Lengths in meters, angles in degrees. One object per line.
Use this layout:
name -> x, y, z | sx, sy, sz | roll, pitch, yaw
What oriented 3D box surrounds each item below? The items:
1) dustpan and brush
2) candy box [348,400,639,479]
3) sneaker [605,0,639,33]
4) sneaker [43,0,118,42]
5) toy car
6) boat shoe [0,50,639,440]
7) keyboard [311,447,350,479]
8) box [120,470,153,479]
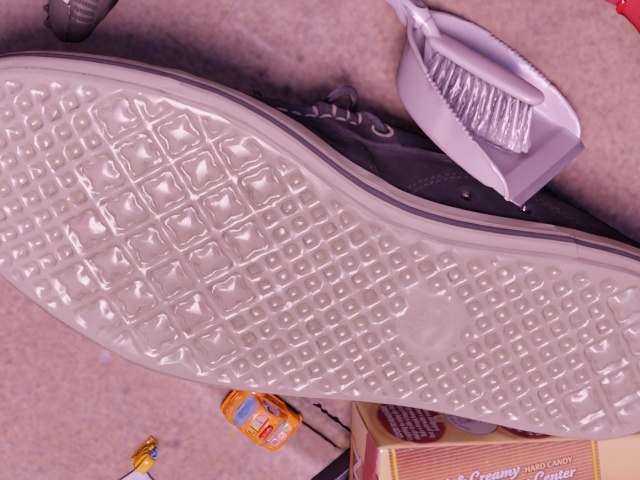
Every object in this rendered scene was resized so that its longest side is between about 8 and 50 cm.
dustpan and brush -> 0.079, -0.123, 0.888 | 0.211, 0.147, 0.060 | 35, 123, 13
candy box -> 0.179, 0.207, 0.984 | 0.316, 0.087, 0.183 | -1, 108, -10
sneaker -> 0.169, -0.189, 0.893 | 0.128, 0.087, 0.221 | -21, 95, 9
sneaker -> -0.090, -0.218, 0.848 | 0.106, 0.078, 0.234 | 27, 100, -10
toy car -> -0.073, 0.150, 0.978 | 0.122, 0.040, 0.060 | -33, 107, 4
boat shoe -> 0.000, 0.000, 0.880 | 0.500, 0.156, 0.187 | 15, 110, -13
keyboard -> 0.076, 0.142, 1.001 | 0.180, 0.023, 0.108 | -41, 106, 6
box -> -0.121, 0.268, 1.007 | 0.109, 0.042, 0.178 | -34, 108, 4
